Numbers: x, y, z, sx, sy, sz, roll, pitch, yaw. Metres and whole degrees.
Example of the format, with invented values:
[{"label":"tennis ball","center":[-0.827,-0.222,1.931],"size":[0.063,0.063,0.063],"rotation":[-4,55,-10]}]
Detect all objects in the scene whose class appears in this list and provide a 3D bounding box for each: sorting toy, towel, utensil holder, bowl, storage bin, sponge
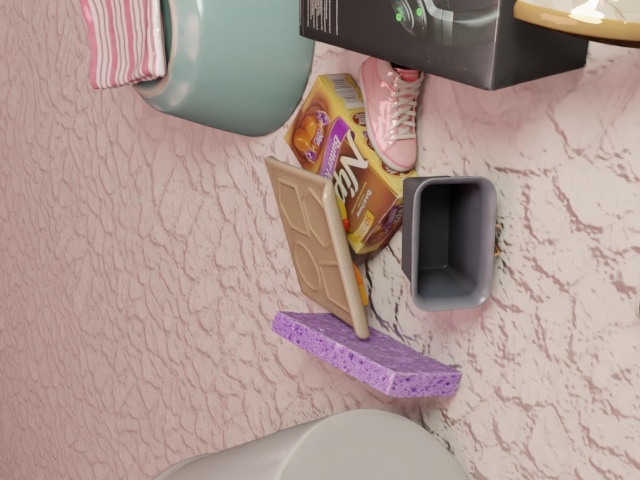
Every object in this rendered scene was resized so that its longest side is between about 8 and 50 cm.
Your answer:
[{"label":"sorting toy","center":[0.000,0.000,0.983],"size":[0.208,0.038,0.193],"rotation":[35,143,63]},{"label":"towel","center":[-0.254,-0.270,1.032],"size":[0.197,0.029,0.144],"rotation":[5,104,52]},{"label":"utensil holder","center":[-0.034,0.389,0.968],"size":[0.385,0.327,0.328],"rotation":[-33,74,48]},{"label":"bowl","center":[-0.163,-0.285,1.070],"size":[0.311,0.163,0.312],"rotation":[17,112,49]},{"label":"storage bin","center":[0.128,-0.008,0.840],"size":[0.091,0.098,0.135],"rotation":[-125,33,-71]},{"label":"sponge","center":[0.049,0.128,0.946],"size":[0.210,0.117,0.031],"rotation":[23,101,47]}]

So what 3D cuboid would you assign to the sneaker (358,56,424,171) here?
[{"label":"sneaker","center":[0.083,-0.146,0.879],"size":[0.070,0.050,0.135],"rotation":[-29,72,57]}]

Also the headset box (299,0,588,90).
[{"label":"headset box","center":[0.112,-0.285,0.718],"size":[0.283,0.131,0.247],"rotation":[29,128,46]}]

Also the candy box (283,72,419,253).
[{"label":"candy box","center":[0.037,-0.092,0.955],"size":[0.187,0.053,0.109],"rotation":[58,139,22]}]

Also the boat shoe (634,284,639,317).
[{"label":"boat shoe","center":[0.298,0.020,0.656],"size":[0.038,0.046,0.125],"rotation":[46,125,41]}]

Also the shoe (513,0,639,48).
[{"label":"shoe","center":[0.252,-0.168,0.588],"size":[0.218,0.076,0.058],"rotation":[11,102,15]}]
